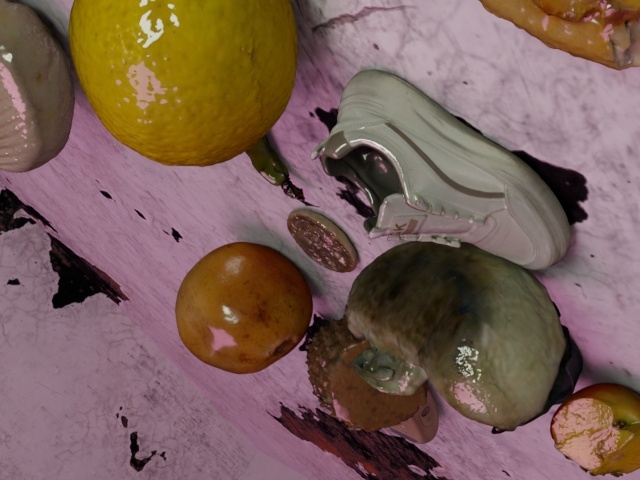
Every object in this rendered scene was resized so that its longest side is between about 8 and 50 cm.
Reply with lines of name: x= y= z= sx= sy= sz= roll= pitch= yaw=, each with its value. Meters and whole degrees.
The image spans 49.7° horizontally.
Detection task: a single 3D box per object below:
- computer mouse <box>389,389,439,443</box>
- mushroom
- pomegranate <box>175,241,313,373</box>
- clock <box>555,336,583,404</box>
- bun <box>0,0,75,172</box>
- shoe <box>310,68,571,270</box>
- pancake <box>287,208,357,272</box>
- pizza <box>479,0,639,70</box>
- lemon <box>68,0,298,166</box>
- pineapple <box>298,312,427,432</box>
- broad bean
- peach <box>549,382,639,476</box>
computer mouse: x=0.171 y=0.334 z=1.443 sx=0.145 sy=0.082 sz=0.236 roll=16 pitch=145 yaw=42
mushroom: x=0.146 y=0.094 z=0.867 sx=0.130 sy=0.247 sz=0.344 roll=61 pitch=173 yaw=-25
pomegranate: x=-0.153 y=0.128 z=1.332 sx=0.264 sy=0.264 sz=0.264 roll=31 pitch=155 yaw=17
clock: x=0.278 y=0.158 z=1.034 sx=0.226 sy=0.049 sz=0.226 roll=32 pitch=154 yaw=18
bun: x=-0.586 y=-0.305 z=1.239 sx=0.365 sy=0.219 sz=0.365 roll=17 pitch=140 yaw=15
shoe: x=0.120 y=-0.045 z=0.770 sx=0.316 sy=0.159 sz=0.124 roll=40 pitch=155 yaw=5
pancake: x=-0.001 y=0.001 z=1.177 sx=0.152 sy=0.025 sz=0.151 roll=31 pitch=156 yaw=16
pizza: x=0.112 y=-0.278 z=0.445 sx=0.409 sy=0.114 sz=0.278 roll=45 pitch=160 yaw=-18
lemon: x=-0.145 y=-0.209 z=0.758 sx=0.267 sy=0.267 sz=0.267 roll=31 pitch=155 yaw=17
pineapple: x=0.056 y=0.222 z=1.326 sx=0.202 sy=0.202 sz=0.362 roll=46 pitch=174 yaw=-16
broad bean: x=-0.104 y=-0.173 z=0.987 sx=0.098 sy=0.056 sz=0.318 roll=11 pitch=147 yaw=49
peach: x=0.402 y=0.258 z=0.954 sx=0.151 sy=0.118 sz=0.151 roll=14 pitch=120 yaw=26
